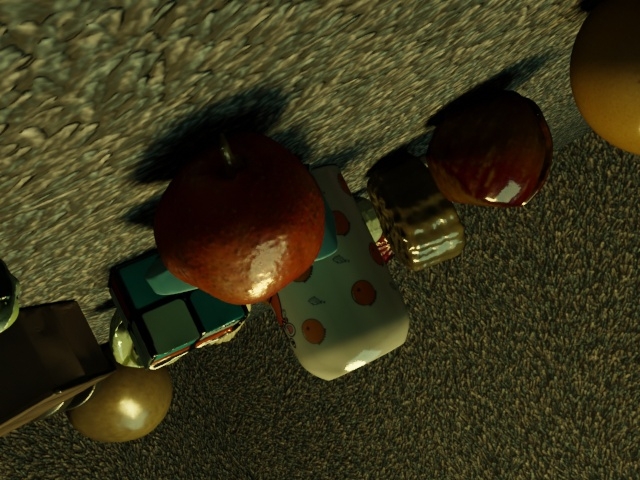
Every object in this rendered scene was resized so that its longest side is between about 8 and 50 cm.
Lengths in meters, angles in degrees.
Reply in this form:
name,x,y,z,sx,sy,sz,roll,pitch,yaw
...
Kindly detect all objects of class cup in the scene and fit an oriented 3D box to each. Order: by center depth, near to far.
name,x,y,z,sx,sy,sz,roll,pitch,yaw
cup,0.008,0.060,1.365,0.212,0.317,0.212,-27,173,-3

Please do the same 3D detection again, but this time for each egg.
name,x,y,z,sx,sy,sz,roll,pitch,yaw
egg,0.481,-0.246,1.127,0.250,0.250,0.322,-31,-177,33

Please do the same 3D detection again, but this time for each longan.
name,x,y,z,sx,sy,sz,roll,pitch,yaw
longan,-0.556,0.417,2.226,0.297,0.297,0.297,-26,174,-3

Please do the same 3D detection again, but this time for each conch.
name,x,y,z,sx,sy,sz,roll,pitch,yaw
conch,-0.342,0.163,1.640,0.172,0.131,0.200,-1,122,-22

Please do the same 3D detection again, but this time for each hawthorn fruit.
name,x,y,z,sx,sy,sz,roll,pitch,yaw
hawthorn fruit,-0.091,-0.040,0.898,0.197,0.196,0.225,-25,151,-14

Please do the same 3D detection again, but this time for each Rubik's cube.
name,x,y,z,sx,sy,sz,roll,pitch,yaw
Rubik's cube,-0.244,0.105,1.382,0.183,0.167,0.180,-26,172,-19

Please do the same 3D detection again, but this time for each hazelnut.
name,x,y,z,sx,sy,sz,roll,pitch,yaw
hazelnut,0.285,-0.160,1.399,0.218,0.218,0.234,-26,-167,-8

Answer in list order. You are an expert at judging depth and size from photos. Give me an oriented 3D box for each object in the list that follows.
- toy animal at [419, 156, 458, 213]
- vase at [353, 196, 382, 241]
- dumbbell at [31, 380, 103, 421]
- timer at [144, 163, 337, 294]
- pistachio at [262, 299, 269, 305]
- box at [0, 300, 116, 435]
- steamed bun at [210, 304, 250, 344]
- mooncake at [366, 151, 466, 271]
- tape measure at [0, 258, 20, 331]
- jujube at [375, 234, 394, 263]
name,x,y,z,sx,sy,sz,roll,pitch,yaw
toy animal,0.224,-0.092,1.834,0.141,0.138,0.282,-23,173,7
vase,0.000,0.000,1.706,0.299,0.143,0.143,-24,173,-43
dumbbell,-0.527,0.266,1.591,0.153,0.152,0.218,-27,174,0
timer,-0.108,-0.002,1.136,0.250,0.091,0.232,-24,-164,7
pistachio,-0.081,0.113,2.322,0.210,0.165,0.130,-38,-146,-4
box,-0.508,0.222,1.333,0.252,0.153,0.188,-29,175,15
steamed bun,-0.238,0.182,2.018,0.183,0.106,0.182,24,90,-88
mooncake,0.177,-0.051,1.578,0.124,0.228,0.228,-29,174,-3
tape measure,-0.392,0.076,0.811,0.200,0.106,0.175,-29,170,36
jujube,0.148,0.014,2.333,0.236,0.168,0.168,-39,168,34
